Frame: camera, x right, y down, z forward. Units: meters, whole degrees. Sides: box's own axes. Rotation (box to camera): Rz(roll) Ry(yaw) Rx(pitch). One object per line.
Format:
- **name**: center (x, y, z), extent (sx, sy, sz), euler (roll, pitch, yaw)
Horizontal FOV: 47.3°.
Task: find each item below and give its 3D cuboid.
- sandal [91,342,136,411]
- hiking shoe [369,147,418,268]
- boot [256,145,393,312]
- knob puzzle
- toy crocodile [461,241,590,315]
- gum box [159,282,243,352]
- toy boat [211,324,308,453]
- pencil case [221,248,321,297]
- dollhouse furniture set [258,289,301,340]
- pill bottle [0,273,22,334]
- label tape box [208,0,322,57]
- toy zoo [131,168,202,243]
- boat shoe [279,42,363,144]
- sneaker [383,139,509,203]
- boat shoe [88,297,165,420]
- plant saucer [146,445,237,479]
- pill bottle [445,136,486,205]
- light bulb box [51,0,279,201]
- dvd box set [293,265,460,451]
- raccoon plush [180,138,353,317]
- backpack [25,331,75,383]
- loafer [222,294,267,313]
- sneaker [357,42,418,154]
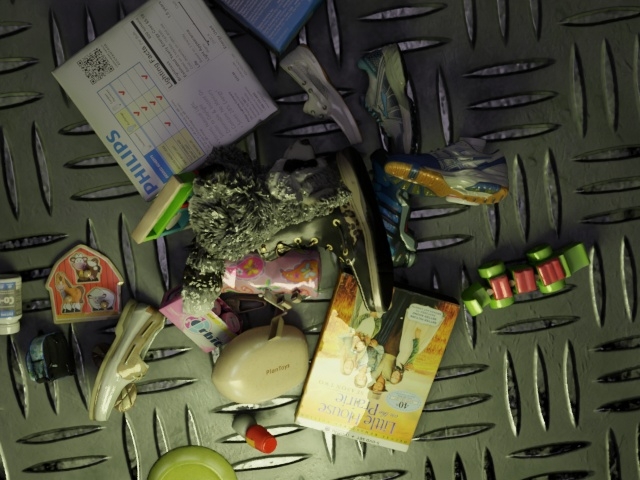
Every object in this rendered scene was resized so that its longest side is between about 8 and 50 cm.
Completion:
- **sandal**: center (-0.515, 0.341, 1.836), extent (0.072, 0.049, 0.180), euler (-29, 82, -12)
- **hiking shoe**: center (0.150, -0.068, 1.776), extent (0.132, 0.113, 0.304), euler (-14, 97, -12)
- **boot**: center (0.000, 0.000, 1.677), extent (0.284, 0.138, 0.378), euler (-14, 94, 19)
- **knob puzzle**: center (-0.586, 0.106, 1.810), extent (0.213, 0.030, 0.213), euler (0, 97, -2)
- **toy crocodile**: center (0.511, 0.092, 1.827), extent (0.340, 0.105, 0.115), euler (-19, 98, -1)
- **gum box**: center (-0.290, 0.178, 1.768), extent (0.107, 0.062, 0.188), euler (-27, 123, 23)
- **toy boat**: center (-0.160, 0.359, 1.799), extent (0.267, 0.148, 0.318), euler (-4, 104, -38)
- **pencil case**: center (-0.139, 0.075, 1.789), extent (0.284, 0.124, 0.124), euler (2, 97, -2)
- **dollhouse furniture set**: center (-0.107, 0.168, 1.718), extent (0.081, 0.114, 0.091), euler (37, 132, -29)
- **pill bottle**: center (-0.769, 0.155, 1.783), extent (0.078, 0.078, 0.137), euler (1, 97, -3)
- **label tape box**: center (-0.154, -0.637, 1.702), extent (0.347, 0.115, 0.249), euler (38, 93, -4)
- **toy zoo**: center (-0.286, -0.093, 1.686), extent (0.030, 0.293, 0.192), euler (48, 119, 11)
- **boat shoe**: center (0.001, -0.334, 1.757), extent (0.096, 0.098, 0.277), euler (-34, 88, 2)
- **sneaker**: center (0.292, -0.173, 1.706), extent (0.296, 0.112, 0.131), euler (10, 68, -8)
- **boat shoe**: center (-0.467, 0.297, 1.769), extent (0.103, 0.113, 0.302), euler (19, 78, -5)
- **plant saucer**: center (-0.333, 0.650, 1.887), extent (0.240, 0.037, 0.241), euler (0, 97, -2)
- **pill bottle**: center (0.361, -0.170, 1.796), extent (0.087, 0.087, 0.160), euler (7, 97, -4)
- **light bulb box**: center (-0.336, -0.336, 1.670), extent (0.361, 0.225, 0.358), euler (-35, 98, 3)
- **dvd box set**: center (0.135, 0.301, 1.824), extent (0.307, 0.062, 0.421), euler (17, 104, -5)
- **raccoon plush**: center (-0.111, -0.012, 1.584), extent (0.299, 0.216, 0.447), euler (18, 121, 11)
- **backpack**: center (-0.668, 0.286, 1.792), extent (0.084, 0.105, 0.114), euler (-12, 88, 19)
- **loafer**: center (-0.195, 0.161, 1.832), extent (0.125, 0.039, 0.045), euler (-8, 98, -2)
- **sneaker**: center (0.163, -0.325, 1.774), extent (0.122, 0.110, 0.283), euler (-10, 95, 16)
